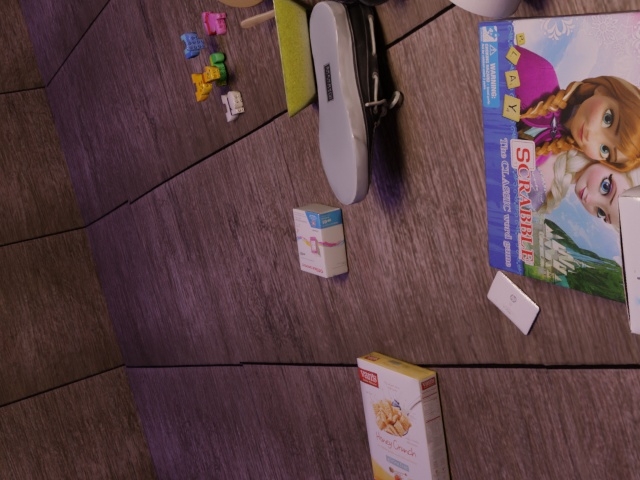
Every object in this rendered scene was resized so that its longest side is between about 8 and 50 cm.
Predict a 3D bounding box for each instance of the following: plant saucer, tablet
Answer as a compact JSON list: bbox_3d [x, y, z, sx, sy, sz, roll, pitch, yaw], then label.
[{"bbox_3d":[-0.028,-0.304,1.301,0.188,0.045,0.188,-67,-30,-74],"label":"plant saucer"},{"bbox_3d":[0.268,0.087,1.118,0.083,0.006,0.054,48,140,35],"label":"tablet"}]

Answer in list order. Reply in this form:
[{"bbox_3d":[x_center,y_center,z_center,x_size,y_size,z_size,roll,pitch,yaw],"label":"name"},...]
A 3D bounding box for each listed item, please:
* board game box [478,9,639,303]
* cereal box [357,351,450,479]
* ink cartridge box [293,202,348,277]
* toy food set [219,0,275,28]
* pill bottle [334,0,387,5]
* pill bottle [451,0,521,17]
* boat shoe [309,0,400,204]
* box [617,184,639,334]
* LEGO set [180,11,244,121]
[{"bbox_3d":[0.317,-0.094,0.897,0.318,0.066,0.318,16,117,54],"label":"board game box"},{"bbox_3d":[0.143,0.325,1.388,0.173,0.047,0.240,7,110,57],"label":"cereal box"},{"bbox_3d":[0.000,0.000,1.462,0.089,0.052,0.122,14,117,55],"label":"ink cartridge box"},{"bbox_3d":[-0.135,-0.448,1.355,0.133,0.192,0.038,-12,55,29],"label":"toy food set"},{"bbox_3d":[0.020,-0.419,1.168,0.219,0.123,0.122,40,135,42],"label":"pill bottle"},{"bbox_3d":[0.213,-0.369,0.883,0.121,0.121,0.221,53,143,30],"label":"pill bottle"},{"bbox_3d":[0.057,-0.211,1.226,0.113,0.105,0.306,-9,89,63],"label":"boat shoe"},{"bbox_3d":[0.405,-0.006,0.610,0.231,0.262,0.126,6,109,56],"label":"box"},{"bbox_3d":[-0.214,-0.353,1.609,0.093,0.087,0.227,-4,102,59],"label":"LEGO set"}]
